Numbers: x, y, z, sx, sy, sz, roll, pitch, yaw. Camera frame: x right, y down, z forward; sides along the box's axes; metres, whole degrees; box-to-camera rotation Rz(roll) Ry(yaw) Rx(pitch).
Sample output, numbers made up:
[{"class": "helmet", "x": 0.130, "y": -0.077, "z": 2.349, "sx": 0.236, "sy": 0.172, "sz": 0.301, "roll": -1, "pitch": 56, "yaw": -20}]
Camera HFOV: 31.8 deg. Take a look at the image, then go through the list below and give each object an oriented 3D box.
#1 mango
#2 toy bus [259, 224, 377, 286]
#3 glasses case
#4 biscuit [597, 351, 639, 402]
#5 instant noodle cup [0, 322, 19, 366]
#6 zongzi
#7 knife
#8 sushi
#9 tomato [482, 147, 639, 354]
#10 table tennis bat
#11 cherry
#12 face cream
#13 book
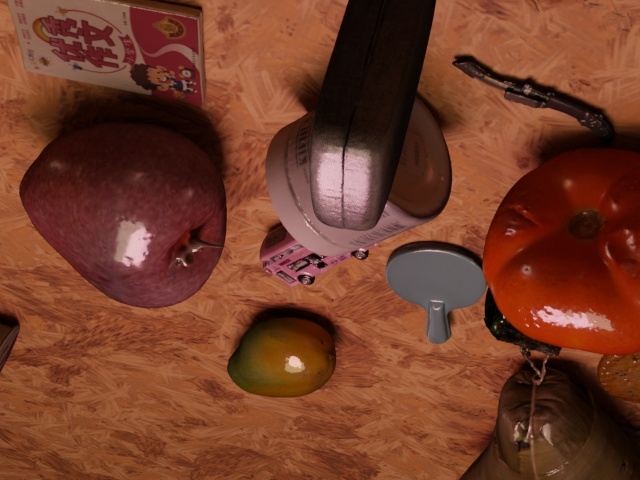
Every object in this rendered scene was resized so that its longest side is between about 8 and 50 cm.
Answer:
[{"class": "mango", "x": -0.070, "y": 0.206, "z": 1.878, "sx": 0.156, "sy": 0.114, "sz": 0.251, "roll": 18, "pitch": 148, "yaw": -21}, {"class": "toy bus", "x": 0.000, "y": 0.000, "z": 1.583, "sx": 0.090, "sy": 0.063, "sz": 0.203, "roll": 34, "pitch": 140, "yaw": -25}, {"class": "glasses case", "x": 0.055, "y": -0.165, "z": 1.058, "sx": 0.074, "sy": 0.323, "sz": 0.131, "roll": 11, "pitch": 144, "yaw": 7}, {"class": "biscuit", "x": 0.516, "y": 0.192, "z": 1.705, "sx": 0.187, "sy": 0.027, "sz": 0.188, "roll": 1, "pitch": 140, "yaw": 1}, {"class": "instant noodle cup", "x": -0.678, "y": 0.221, "z": 2.032, "sx": 0.178, "sy": 0.235, "sz": 0.235, "roll": 28, "pitch": 146, "yaw": -7}, {"class": "zongzi", "x": 0.308, "y": 0.329, "z": 1.884, "sx": 0.418, "sy": 0.181, "sz": 0.447, "roll": -13, "pitch": 137, "yaw": 35}, {"class": "knife", "x": 0.251, "y": -0.160, "z": 1.280, "sx": 0.222, "sy": 0.021, "sz": 0.045, "roll": 23, "pitch": 149, "yaw": -17}, {"class": "sushi", "x": 0.292, "y": 0.068, "z": 1.524, "sx": 0.127, "sy": 0.124, "sz": 0.225, "roll": 12, "pitch": 154, "yaw": 2}, {"class": "tomato", "x": 0.319, "y": 0.015, "z": 1.322, "sx": 0.259, "sy": 0.260, "sz": 0.180, "roll": -1, "pitch": 149, "yaw": 21}, {"class": "table tennis bat", "x": 0.174, "y": 0.079, "z": 1.670, "sx": 0.149, "sy": 0.038, "sz": 0.237, "roll": 4, "pitch": 142, "yaw": 12}, {"class": "cherry", "x": -0.252, "y": -0.040, "z": 1.471, "sx": 0.307, "sy": 0.221, "sz": 0.261, "roll": 17, "pitch": 142, "yaw": 18}, {"class": "face cream", "x": 0.048, "y": -0.084, "z": 1.326, "sx": 0.177, "sy": 0.177, "sz": 0.153, "roll": 35, "pitch": 140, "yaw": -31}, {"class": "book", "x": -0.253, "y": -0.237, "z": 1.341, "sx": 0.231, "sy": 0.022, "sz": 0.162, "roll": 11, "pitch": 148, "yaw": 2}]
